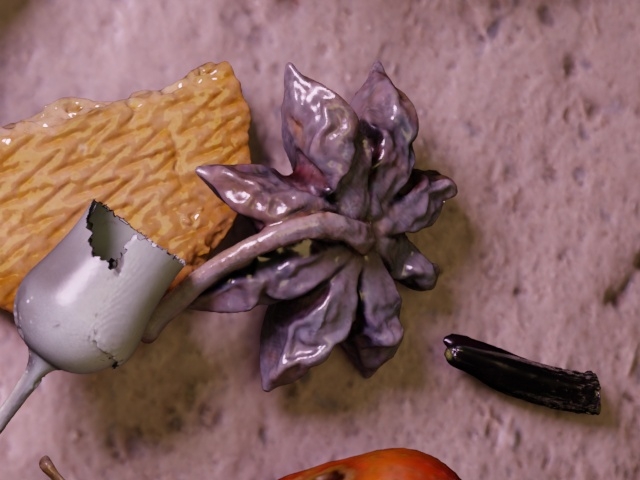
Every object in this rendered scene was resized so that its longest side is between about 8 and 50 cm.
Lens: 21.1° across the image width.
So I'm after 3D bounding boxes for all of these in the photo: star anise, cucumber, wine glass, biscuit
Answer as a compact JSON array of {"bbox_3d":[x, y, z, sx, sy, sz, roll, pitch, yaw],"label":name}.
[{"bbox_3d":[0.000,0.001,1.092,0.262,0.081,0.230,-29,123,-33],"label":"star anise"},{"bbox_3d":[0.141,0.095,1.189,0.134,0.033,0.034,16,112,-20],"label":"cucumber"},{"bbox_3d":[-0.162,0.072,1.008,0.079,0.079,0.195,36,87,-17],"label":"wine glass"},{"bbox_3d":[-0.136,-0.021,1.075,0.224,0.033,0.145,-25,101,-22],"label":"biscuit"}]

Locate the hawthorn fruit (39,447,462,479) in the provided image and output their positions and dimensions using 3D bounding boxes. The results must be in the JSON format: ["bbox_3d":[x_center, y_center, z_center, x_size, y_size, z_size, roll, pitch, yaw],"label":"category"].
[{"bbox_3d":[-0.036,0.198,1.049,0.285,0.165,0.165,10,82,-13],"label":"hawthorn fruit"}]
